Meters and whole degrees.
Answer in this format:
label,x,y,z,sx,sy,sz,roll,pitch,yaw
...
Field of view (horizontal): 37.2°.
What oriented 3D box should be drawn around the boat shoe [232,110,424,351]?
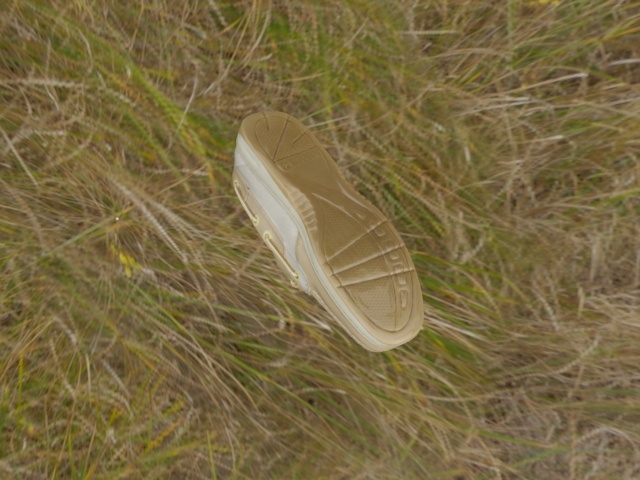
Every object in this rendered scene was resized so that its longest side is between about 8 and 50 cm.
label,x,y,z,sx,sy,sz,roll,pitch,yaw
boat shoe,0.000,0.000,0.572,0.063,0.059,0.170,-16,63,-33
